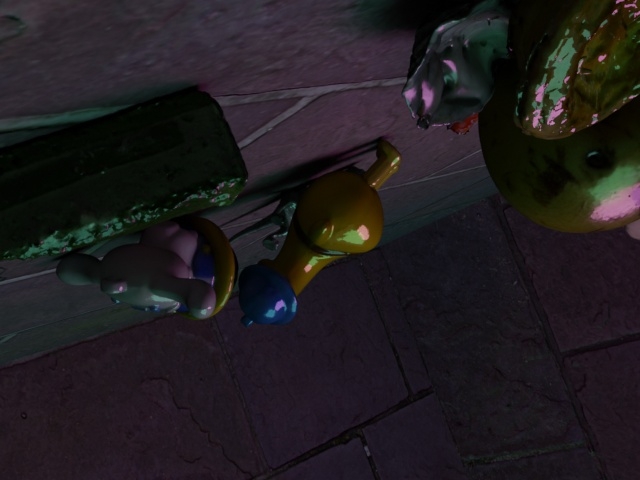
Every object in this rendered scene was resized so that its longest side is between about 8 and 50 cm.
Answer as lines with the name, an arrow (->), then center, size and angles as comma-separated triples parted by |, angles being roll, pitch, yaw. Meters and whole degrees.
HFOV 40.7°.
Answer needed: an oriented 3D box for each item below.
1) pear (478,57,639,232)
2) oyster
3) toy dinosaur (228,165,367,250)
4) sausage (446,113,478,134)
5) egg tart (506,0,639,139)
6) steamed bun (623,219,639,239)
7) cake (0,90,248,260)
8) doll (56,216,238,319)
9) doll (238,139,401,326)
pear -> 0.324, -0.141, 1.018 | 0.284, 0.283, 0.283 | -21, 175, -2
oyster -> 0.152, -0.186, 0.840 | 0.252, 0.087, 0.199 | -42, 163, -35
toy dinosaur -> -0.086, -0.026, 1.507 | 0.383, 0.076, 0.129 | -25, -169, 22
sausage -> 0.217, -0.194, 1.239 | 0.050, 0.048, 0.145 | -26, 173, -8
egg tart -> 0.244, -0.199, 0.769 | 0.241, 0.106, 0.241 | -35, 151, -23
steamed bun -> 0.589, -0.176, 1.511 | 0.247, 0.352, 0.339 | 16, 175, -3
cake -> -0.193, -0.051, 0.790 | 0.235, 0.100, 0.099 | -20, 174, -10
doll -> -0.208, 0.038, 1.286 | 0.243, 0.159, 0.311 | 19, 178, -41
doll -> 0.000, 0.000, 1.372 | 0.363, 0.145, 0.199 | -48, 171, -3
